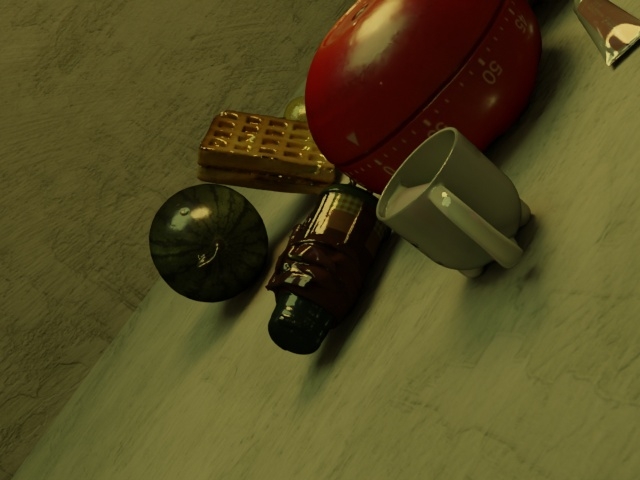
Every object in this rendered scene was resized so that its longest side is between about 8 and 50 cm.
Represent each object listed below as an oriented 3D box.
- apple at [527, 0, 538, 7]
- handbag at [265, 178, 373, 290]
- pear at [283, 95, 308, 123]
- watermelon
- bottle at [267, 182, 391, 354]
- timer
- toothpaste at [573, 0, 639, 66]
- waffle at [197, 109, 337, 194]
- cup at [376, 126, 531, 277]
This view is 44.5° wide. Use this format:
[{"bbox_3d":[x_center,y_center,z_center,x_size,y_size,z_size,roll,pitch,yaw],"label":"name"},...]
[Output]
[{"bbox_3d":[0.276,-0.521,1.370,0.345,0.345,0.269,-101,8,-71],"label":"apple"},{"bbox_3d":[0.002,0.002,1.448,0.203,0.074,0.216,-40,17,40],"label":"handbag"},{"bbox_3d":[-0.018,-0.308,2.070,0.167,0.167,0.136,-24,58,62],"label":"pear"},{"bbox_3d":[-0.260,0.006,1.836,0.279,0.279,0.359,-53,14,-5],"label":"watermelon"},{"bbox_3d":[0.002,0.050,1.203,0.156,0.143,0.271,88,-155,-55],"label":"bottle"},{"bbox_3d":[0.149,-0.253,1.204,0.378,0.279,0.378,-45,16,16],"label":"timer"},{"bbox_3d":[0.384,-0.291,1.049,0.067,0.043,0.194,-43,23,24],"label":"toothpaste"},{"bbox_3d":[-0.113,-0.209,1.864,0.224,0.328,0.098,-77,-5,-52],"label":"waffle"},{"bbox_3d":[0.168,-0.037,0.887,0.134,0.142,0.173,-57,15,-20],"label":"cup"}]
